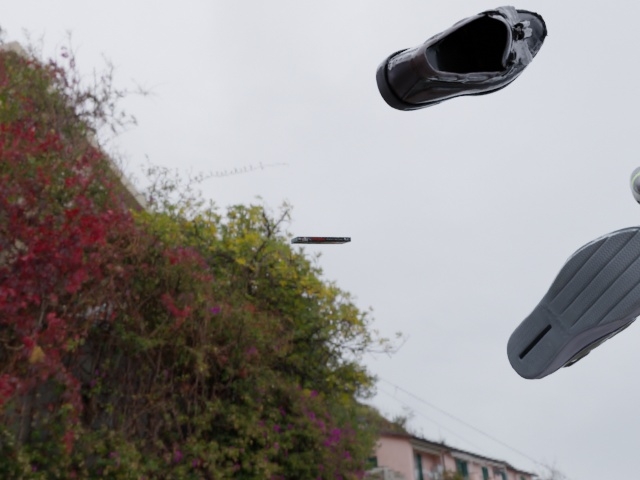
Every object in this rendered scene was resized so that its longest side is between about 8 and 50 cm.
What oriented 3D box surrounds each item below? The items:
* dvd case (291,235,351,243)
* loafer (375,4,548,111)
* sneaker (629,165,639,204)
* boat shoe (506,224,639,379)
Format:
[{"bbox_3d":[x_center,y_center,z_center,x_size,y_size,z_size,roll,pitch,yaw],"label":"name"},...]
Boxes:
[{"bbox_3d":[0.000,0.000,1.302,0.119,0.013,0.087,-1,-4,-11],"label":"dvd case"},{"bbox_3d":[0.216,-0.253,0.795,0.302,0.109,0.095,-26,3,-26],"label":"loafer"},{"bbox_3d":[0.472,-0.086,0.771,0.084,0.234,0.097,-13,-73,12],"label":"sneaker"},{"bbox_3d":[0.369,0.085,0.802,0.094,0.109,0.302,-6,-36,-31],"label":"boat shoe"}]
